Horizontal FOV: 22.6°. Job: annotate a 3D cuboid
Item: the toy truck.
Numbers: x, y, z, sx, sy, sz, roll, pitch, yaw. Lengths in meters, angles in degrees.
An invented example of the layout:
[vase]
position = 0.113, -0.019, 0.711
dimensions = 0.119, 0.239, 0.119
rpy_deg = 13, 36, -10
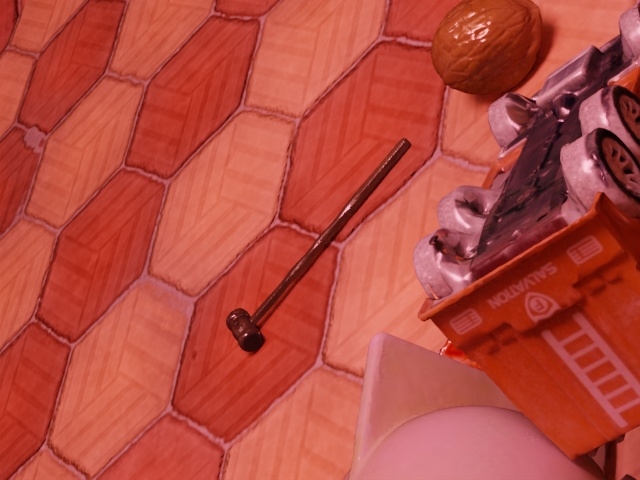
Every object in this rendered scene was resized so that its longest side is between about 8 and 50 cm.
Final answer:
[toy truck]
position = 0.225, -0.016, 1.231
dimensions = 0.173, 0.207, 0.387
rpy_deg = -35, 12, 32

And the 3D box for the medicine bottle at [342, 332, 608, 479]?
[medicine bottle]
position = 0.109, 0.276, 1.159
dimensions = 0.236, 0.236, 0.406
rpy_deg = -25, 44, 41

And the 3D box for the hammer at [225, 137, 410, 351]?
[hammer]
position = 0.000, 0.000, 1.752
dimensions = 0.292, 0.029, 0.058
rpy_deg = -50, 35, 8

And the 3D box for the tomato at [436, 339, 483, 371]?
[tomato]
position = 0.170, 0.119, 1.371
dimensions = 0.156, 0.069, 0.155
rpy_deg = -37, 33, 29

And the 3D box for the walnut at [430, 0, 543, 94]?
[walnut]
position = 0.171, -0.204, 1.633
dimensions = 0.124, 0.105, 0.105
rpy_deg = -32, 40, 28

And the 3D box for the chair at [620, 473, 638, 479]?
[chair]
position = 0.333, 0.244, 0.995
dimensions = 0.160, 0.319, 0.186
rpy_deg = -44, -10, 16
